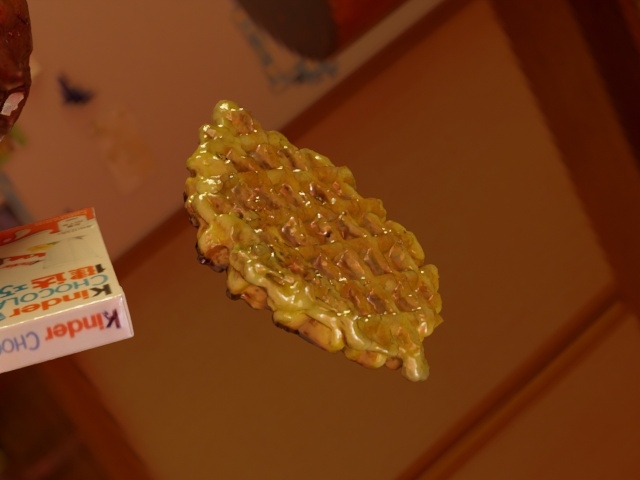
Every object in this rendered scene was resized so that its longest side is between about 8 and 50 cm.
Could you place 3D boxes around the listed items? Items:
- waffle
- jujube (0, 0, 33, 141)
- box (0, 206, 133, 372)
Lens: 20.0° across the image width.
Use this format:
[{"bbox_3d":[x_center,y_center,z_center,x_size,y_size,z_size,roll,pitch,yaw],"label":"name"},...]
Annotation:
[{"bbox_3d":[0.000,0.000,1.374,0.238,0.058,0.243,31,-151,-20],"label":"waffle"},{"bbox_3d":[-0.425,-0.215,1.753,0.276,0.276,0.377,43,168,17],"label":"jujube"},{"bbox_3d":[-0.314,0.059,1.602,0.265,0.273,0.048,-128,25,-68],"label":"box"}]
